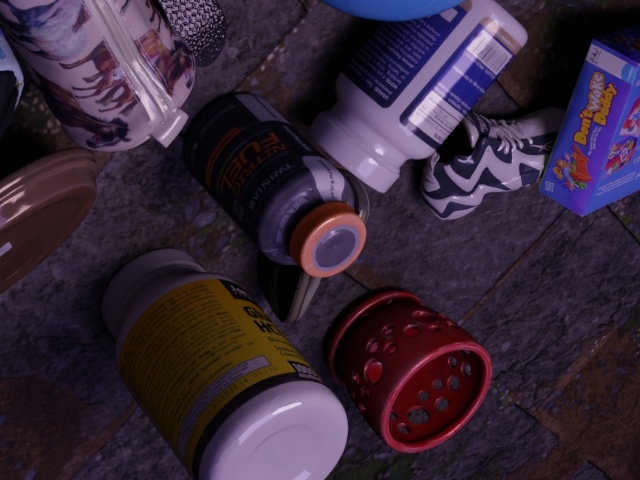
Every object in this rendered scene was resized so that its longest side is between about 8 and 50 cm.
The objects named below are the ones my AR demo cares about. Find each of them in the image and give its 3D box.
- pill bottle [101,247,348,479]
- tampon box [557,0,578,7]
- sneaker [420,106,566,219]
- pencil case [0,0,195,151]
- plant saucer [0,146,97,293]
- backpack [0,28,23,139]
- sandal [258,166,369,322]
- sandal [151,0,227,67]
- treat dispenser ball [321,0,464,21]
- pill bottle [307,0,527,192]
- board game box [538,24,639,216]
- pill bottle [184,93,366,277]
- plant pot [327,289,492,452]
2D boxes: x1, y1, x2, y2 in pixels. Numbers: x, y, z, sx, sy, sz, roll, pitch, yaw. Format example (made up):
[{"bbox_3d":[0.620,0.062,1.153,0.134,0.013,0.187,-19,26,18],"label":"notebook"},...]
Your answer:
[{"bbox_3d":[-0.127,0.158,1.849,0.188,0.334,0.188,-22,135,-23],"label":"pill bottle"},{"bbox_3d":[0.249,-0.367,1.874,0.161,0.120,0.101,10,117,-43],"label":"tampon box"},{"bbox_3d":[0.233,-0.139,2.073,0.235,0.094,0.153,-25,146,-6],"label":"sneaker"},{"bbox_3d":[-0.257,-0.260,1.511,0.160,0.183,0.410,-38,140,-8],"label":"pencil case"},{"bbox_3d":[-0.344,0.004,1.661,0.278,0.041,0.278,-39,173,-6],"label":"plant saucer"},{"bbox_3d":[-0.421,-0.119,1.411,0.290,0.355,0.273,-17,89,-34],"label":"backpack"},{"bbox_3d":[-0.001,-0.001,1.945,0.086,0.120,0.303,-12,157,-24],"label":"sandal"},{"bbox_3d":[-0.161,-0.268,1.698,0.067,0.040,0.179,-42,125,-11],"label":"sandal"},{"bbox_3d":[0.076,-0.371,1.604,0.288,0.288,0.288,-22,135,-24],"label":"treat dispenser ball"},{"bbox_3d":[0.114,-0.195,1.885,0.264,0.153,0.153,-50,139,7],"label":"pill bottle"},{"bbox_3d":[0.459,-0.188,2.157,0.347,0.078,0.233,-21,136,-47],"label":"board game box"},{"bbox_3d":[-0.047,-0.059,1.799,0.130,0.245,0.130,-22,135,-24],"label":"pill bottle"},{"bbox_3d":[0.119,0.173,2.182,0.191,0.174,0.191,-21,135,-23],"label":"plant pot"}]
